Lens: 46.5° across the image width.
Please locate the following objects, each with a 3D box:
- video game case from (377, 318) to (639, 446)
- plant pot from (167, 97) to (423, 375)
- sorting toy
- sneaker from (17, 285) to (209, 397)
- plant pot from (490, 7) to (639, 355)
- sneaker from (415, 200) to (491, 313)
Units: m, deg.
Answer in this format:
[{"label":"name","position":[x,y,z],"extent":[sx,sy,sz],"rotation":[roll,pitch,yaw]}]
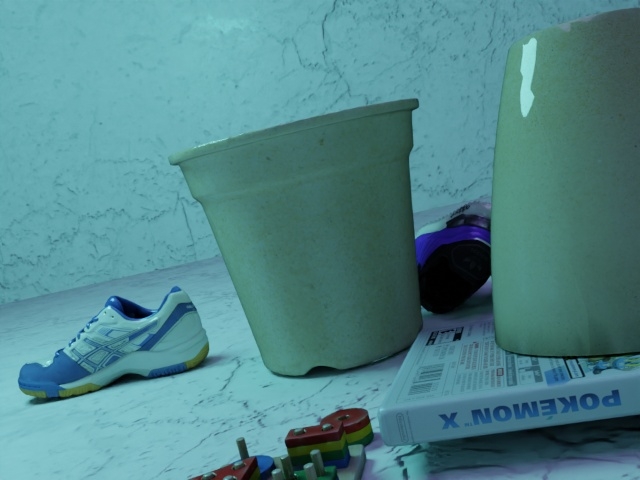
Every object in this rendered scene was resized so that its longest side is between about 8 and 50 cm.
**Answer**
[{"label":"video game case","position":[0.224,0.107,0.700],"extent":[0.299,0.036,0.329],"rotation":[-12,1,14]},{"label":"plant pot","position":[0.000,0.000,0.989],"extent":[0.333,0.306,0.334],"rotation":[-13,6,1]},{"label":"sorting toy","position":[-0.041,0.188,0.575],"extent":[0.132,0.046,0.274],"rotation":[-12,6,12]},{"label":"sneaker","position":[-0.321,0.150,1.132],"extent":[0.296,0.131,0.112],"rotation":[-14,8,1]},{"label":"plant pot","position":[0.265,-0.060,0.688],"extent":[0.256,0.274,0.256],"rotation":[-11,1,0]},{"label":"sneaker","position":[0.182,0.047,1.134],"extent":[0.146,0.102,0.293],"rotation":[-58,1,-20]}]
